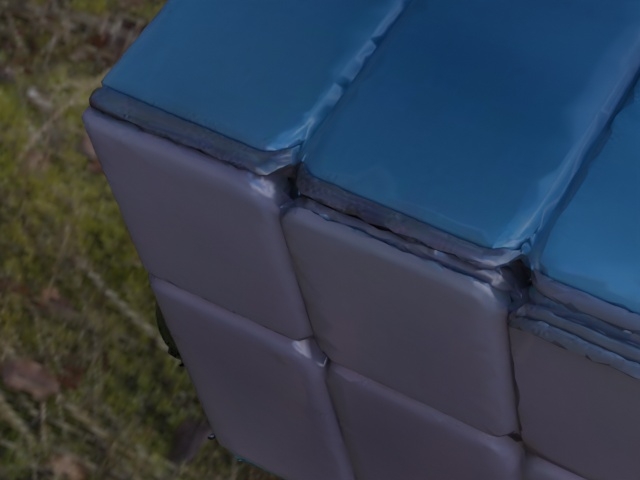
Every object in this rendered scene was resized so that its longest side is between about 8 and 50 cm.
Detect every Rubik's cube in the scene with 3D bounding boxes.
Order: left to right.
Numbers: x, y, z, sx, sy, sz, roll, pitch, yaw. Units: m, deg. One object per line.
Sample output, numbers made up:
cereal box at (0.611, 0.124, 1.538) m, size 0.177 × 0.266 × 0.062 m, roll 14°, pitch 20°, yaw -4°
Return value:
Rubik's cube at (0.086, -0.019, 0.537) m, size 0.225 × 0.221 × 0.231 m, roll 21°, pitch 61°, yaw 24°

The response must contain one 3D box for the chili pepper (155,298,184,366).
chili pepper at (0.000, 0.000, 1.162) m, size 0.233 × 0.248 × 0.256 m, roll 4°, pitch 89°, yaw 5°
